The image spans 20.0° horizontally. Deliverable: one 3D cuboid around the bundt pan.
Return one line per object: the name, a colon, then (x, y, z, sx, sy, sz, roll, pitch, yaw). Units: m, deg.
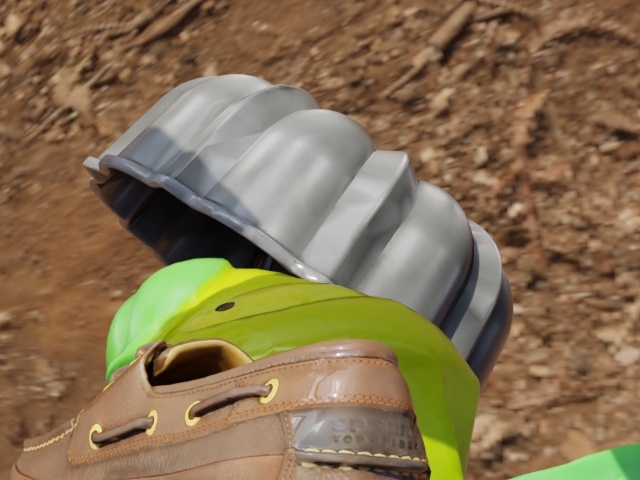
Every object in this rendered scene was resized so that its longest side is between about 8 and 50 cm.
bundt pan: (0.000, 0.000, 1.279, 0.331, 0.331, 0.124, 39, 78, -14)

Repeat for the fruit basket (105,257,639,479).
fruit basket: (0.030, 0.127, 0.743, 0.392, 0.283, 0.392, 10, 58, -16)

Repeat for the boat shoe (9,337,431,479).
boat shoe: (-0.029, 0.055, 0.462, 0.064, 0.178, 0.060, 9, 80, -31)
